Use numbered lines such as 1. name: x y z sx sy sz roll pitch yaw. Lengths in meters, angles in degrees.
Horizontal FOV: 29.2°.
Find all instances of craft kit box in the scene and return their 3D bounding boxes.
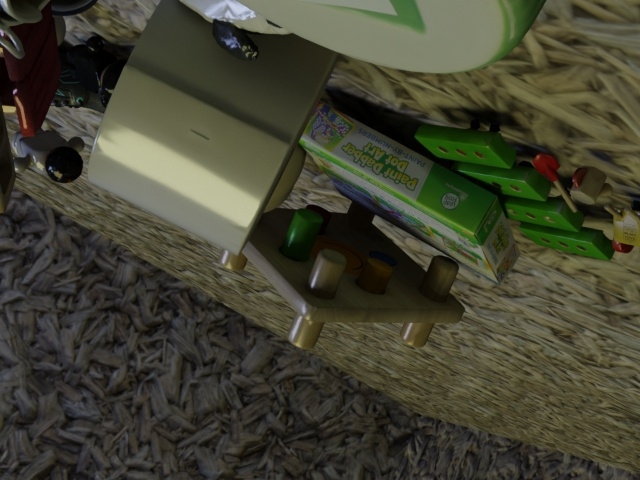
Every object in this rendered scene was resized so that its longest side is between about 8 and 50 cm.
1. craft kit box: 0.106 -0.053 1.453 0.250 0.061 0.246 30 177 20

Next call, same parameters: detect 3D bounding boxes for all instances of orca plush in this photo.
1. orca plush: -0.018 -0.242 1.035 0.287 0.102 0.151 -7 102 51

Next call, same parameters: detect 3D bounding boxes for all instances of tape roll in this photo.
1. tape roll: -0.100 -0.128 1.219 0.169 0.246 0.246 26 168 -3

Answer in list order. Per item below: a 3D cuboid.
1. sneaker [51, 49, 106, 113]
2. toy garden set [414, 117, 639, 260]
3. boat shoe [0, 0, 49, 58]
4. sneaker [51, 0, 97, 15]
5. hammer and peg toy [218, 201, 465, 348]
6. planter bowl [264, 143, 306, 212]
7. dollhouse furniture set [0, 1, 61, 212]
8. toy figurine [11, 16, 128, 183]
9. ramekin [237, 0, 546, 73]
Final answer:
1. sneaker: -0.385 -0.224 1.743 0.267 0.106 0.101 27 167 -13
2. toy garden set: 0.249 -0.056 1.289 0.244 0.049 0.204 36 166 -38
3. boat shoe: -0.278 -0.241 1.084 0.367 0.156 0.136 1 168 23
4. sneaker: -0.361 -0.307 1.285 0.282 0.099 0.153 16 179 -39
5. hammer and peg toy: 0.000 0.000 1.612 0.266 0.127 0.361 4 -152 -37
6. planter bowl: -0.081 -0.126 1.460 0.162 0.162 0.109 29 141 -13
7. dollhouse furniture set: -0.388 -0.110 1.151 0.201 0.374 0.152 5 136 3
8. toy figurine: -0.358 -0.189 1.572 0.148 0.209 0.213 29 175 46
9. ramekin: 0.024 -0.231 0.750 0.303 0.148 0.303 25 168 6
